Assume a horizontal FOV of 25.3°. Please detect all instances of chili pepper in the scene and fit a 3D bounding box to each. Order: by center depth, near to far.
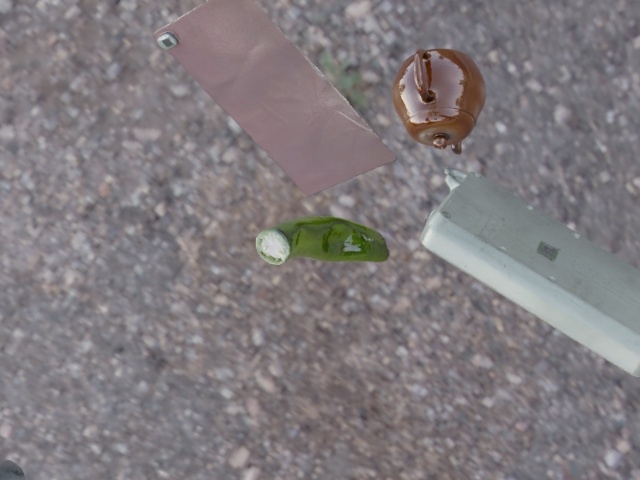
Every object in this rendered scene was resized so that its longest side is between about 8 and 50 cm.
[{"bbox_3d":[0.000,0.000,1.482,0.050,0.201,0.052,-9,84,34],"label":"chili pepper"}]

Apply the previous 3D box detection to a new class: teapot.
[{"bbox_3d":[0.136,-0.157,1.653,0.116,0.173,0.116,-8,64,18],"label":"teapot"}]

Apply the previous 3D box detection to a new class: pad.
[{"bbox_3d":[-0.036,-0.111,1.112,0.113,0.188,0.006,-21,31,46],"label":"pad"}]

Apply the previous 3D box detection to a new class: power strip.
[{"bbox_3d":[0.216,0.028,1.346,0.270,0.118,0.046,32,125,7],"label":"power strip"}]

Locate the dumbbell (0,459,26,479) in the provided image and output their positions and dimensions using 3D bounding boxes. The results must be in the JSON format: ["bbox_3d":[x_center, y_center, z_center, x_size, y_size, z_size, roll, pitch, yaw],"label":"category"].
[{"bbox_3d":[-0.291,0.068,0.835,0.179,0.179,0.406,-24,88,15],"label":"dumbbell"}]
